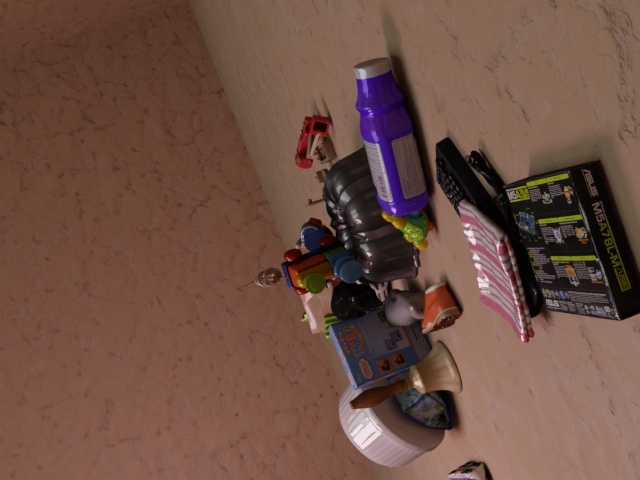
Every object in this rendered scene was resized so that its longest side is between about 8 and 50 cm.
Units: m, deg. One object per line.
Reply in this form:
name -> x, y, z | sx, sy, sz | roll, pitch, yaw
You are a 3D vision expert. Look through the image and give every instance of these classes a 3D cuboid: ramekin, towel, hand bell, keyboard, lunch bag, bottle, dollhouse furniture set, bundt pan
ramekin -> 0.167, 0.432, 1.897 | 0.127, 0.273, 0.273 | -50, 47, 26
towel -> 0.263, 0.046, 1.169 | 0.144, 0.029, 0.197 | -124, 12, -63
hand bell -> 0.179, 0.327, 1.715 | 0.126, 0.242, 0.126 | 159, 90, -80
keyboard -> 0.258, -0.037, 1.194 | 0.201, 0.033, 0.317 | 85, 161, -55
lunch bag -> 0.251, 0.379, 1.846 | 0.151, 0.096, 0.129 | 41, -167, -32
bottle -> 0.125, -0.191, 1.416 | 0.118, 0.092, 0.283 | -125, 18, -68
dollhouse furniture set -> -0.011, -0.178, 2.088 | 0.144, 0.123, 0.151 | 175, 75, -80
bundt pan -> 0.100, -0.046, 1.757 | 0.331, 0.124, 0.331 | 160, 90, -81

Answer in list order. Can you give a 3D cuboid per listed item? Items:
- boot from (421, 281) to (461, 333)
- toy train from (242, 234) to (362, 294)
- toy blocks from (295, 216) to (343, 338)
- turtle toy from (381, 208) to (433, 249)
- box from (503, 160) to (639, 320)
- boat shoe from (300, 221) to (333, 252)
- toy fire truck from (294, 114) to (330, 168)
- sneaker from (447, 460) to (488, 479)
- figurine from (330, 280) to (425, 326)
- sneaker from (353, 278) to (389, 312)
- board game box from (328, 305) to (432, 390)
boot -> 0.239, 0.140, 1.584 | 0.158, 0.059, 0.085 | 112, 140, -63
toy train -> -0.037, 0.082, 1.687 | 0.143, 0.248, 0.105 | -148, 38, -67
toy blocks -> 0.009, 0.087, 2.250 | 0.381, 0.190, 0.261 | -66, -38, -67
turtle toy -> 0.174, -0.043, 1.511 | 0.095, 0.066, 0.130 | 41, -178, -26
box -> 0.310, 0.003, 0.955 | 0.190, 0.045, 0.184 | 167, 86, -81
boat shoe -> 0.000, 0.000, 1.852 | 0.183, 0.066, 0.066 | 51, -159, -50
toy fire truck -> -0.024, -0.264, 2.059 | 0.135, 0.047, 0.192 | -100, 22, -54
sneaker -> 0.348, 0.562, 1.793 | 0.071, 0.068, 0.170 | 62, 168, 9
figurine -> 0.146, 0.142, 1.718 | 0.209, 0.214, 0.092 | 151, 127, -79
sneaker -> 0.106, 0.107, 2.087 | 0.281, 0.106, 0.162 | -126, 15, -55
board game box -> 0.145, 0.243, 1.817 | 0.039, 0.211, 0.160 | 115, 135, -61
